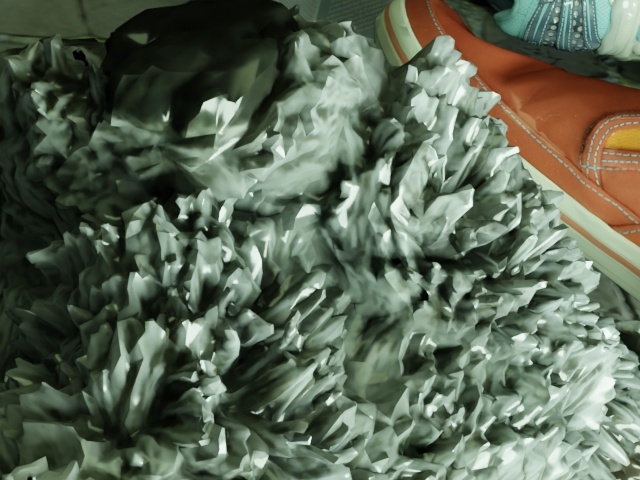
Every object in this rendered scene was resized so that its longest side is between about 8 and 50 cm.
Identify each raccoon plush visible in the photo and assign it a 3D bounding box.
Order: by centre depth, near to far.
[{"bbox_3d":[0.030,0.118,0.476,0.446,0.216,0.299,13,56,-21],"label":"raccoon plush"}]

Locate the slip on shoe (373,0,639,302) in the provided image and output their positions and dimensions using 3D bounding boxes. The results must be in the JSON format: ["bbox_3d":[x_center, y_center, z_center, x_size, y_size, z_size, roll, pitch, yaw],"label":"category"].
[{"bbox_3d":[0.162,-0.031,0.757,0.331,0.101,0.123,40,14,25],"label":"slip on shoe"}]

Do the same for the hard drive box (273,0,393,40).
[{"bbox_3d":[-0.022,-0.248,0.896,0.181,0.232,0.089,36,40,27],"label":"hard drive box"}]

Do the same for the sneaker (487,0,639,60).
[{"bbox_3d":[0.127,-0.224,1.029,0.122,0.110,0.283,-3,39,-18],"label":"sneaker"}]
